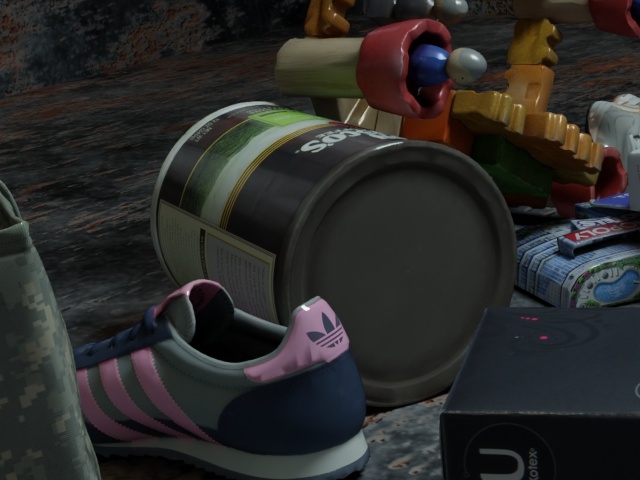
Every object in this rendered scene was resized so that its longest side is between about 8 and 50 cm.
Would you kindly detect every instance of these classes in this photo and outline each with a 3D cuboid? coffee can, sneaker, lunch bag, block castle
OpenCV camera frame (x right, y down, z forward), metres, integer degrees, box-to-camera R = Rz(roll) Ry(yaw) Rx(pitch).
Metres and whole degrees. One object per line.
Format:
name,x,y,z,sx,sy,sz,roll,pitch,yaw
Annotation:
coffee can,0.000,0.000,1.125,0.201,0.201,0.275,-13,17,-25
sneaker,0.395,-0.124,1.651,0.121,0.099,0.262,7,21,25
lunch bag,-0.242,0.082,0.842,0.169,0.235,0.287,-17,19,-19
sneaker,-0.110,0.085,0.983,0.319,0.131,0.112,3,18,28
block castle,0.181,-0.201,1.330,0.213,0.303,0.453,7,-10,37

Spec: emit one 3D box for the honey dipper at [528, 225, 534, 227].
honey dipper,0.180,-0.004,1.406,0.160,0.030,0.030,7,19,44

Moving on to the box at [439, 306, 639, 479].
box,0.210,0.124,0.722,0.270,0.143,0.165,-1,15,15

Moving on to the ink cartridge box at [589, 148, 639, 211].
ink cartridge box,0.451,-0.091,1.204,0.324,0.071,0.330,-17,12,-20

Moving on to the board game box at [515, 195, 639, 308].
board game box,0.287,0.011,1.257,0.194,0.060,0.194,-10,16,-19
